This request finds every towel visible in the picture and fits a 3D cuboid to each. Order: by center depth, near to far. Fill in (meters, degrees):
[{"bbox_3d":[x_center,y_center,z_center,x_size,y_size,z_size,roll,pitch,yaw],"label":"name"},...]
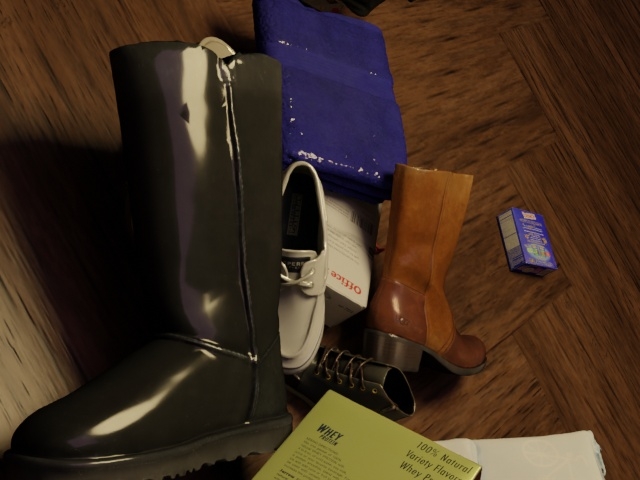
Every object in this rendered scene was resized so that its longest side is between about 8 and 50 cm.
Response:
[{"bbox_3d":[0.008,-0.198,1.384,0.228,0.076,0.308,13,53,-31],"label":"towel"}]

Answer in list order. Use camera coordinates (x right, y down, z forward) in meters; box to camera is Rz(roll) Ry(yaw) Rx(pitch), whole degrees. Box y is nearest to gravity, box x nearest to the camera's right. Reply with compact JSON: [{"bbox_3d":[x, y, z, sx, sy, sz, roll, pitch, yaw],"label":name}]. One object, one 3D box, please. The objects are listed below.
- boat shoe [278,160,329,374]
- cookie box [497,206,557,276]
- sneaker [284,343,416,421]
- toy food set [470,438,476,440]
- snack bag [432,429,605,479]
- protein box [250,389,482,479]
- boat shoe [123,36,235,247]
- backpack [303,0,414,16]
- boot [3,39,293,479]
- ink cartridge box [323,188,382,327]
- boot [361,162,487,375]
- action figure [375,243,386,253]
[{"bbox_3d":[-0.037,0.030,1.193,0.095,0.084,0.258,0,77,-4],"label":"boat shoe"},{"bbox_3d":[0.363,0.003,1.736,0.092,0.040,0.107,11,60,-40],"label":"cookie box"},{"bbox_3d":[0.017,0.156,1.245,0.222,0.118,0.083,43,43,-17],"label":"sneaker"},{"bbox_3d":[0.232,0.349,1.417,0.078,0.019,0.122,-17,80,-48],"label":"toy food set"},{"bbox_3d":[0.202,0.352,1.152,0.343,0.037,0.323,-2,37,-3],"label":"snack bag"},{"bbox_3d":[0.036,0.308,1.069,0.200,0.135,0.201,23,46,25],"label":"protein box"},{"bbox_3d":[-0.180,-0.111,1.246,0.112,0.096,0.335,34,52,-28],"label":"boat shoe"},{"bbox_3d":[0.019,-0.512,1.578,0.277,0.213,0.263,27,58,-39],"label":"backpack"},{"bbox_3d":[-0.171,0.009,1.028,0.367,0.146,0.444,2,87,-57],"label":"boot"},{"bbox_3d":[0.000,0.000,1.347,0.140,0.082,0.190,33,48,-24],"label":"ink cartridge box"},{"bbox_3d":[0.166,0.042,1.387,0.264,0.096,0.280,11,88,-40],"label":"boot"},{"bbox_3d":[0.062,-0.033,1.473,0.038,0.030,0.115,-22,81,-44],"label":"action figure"}]
